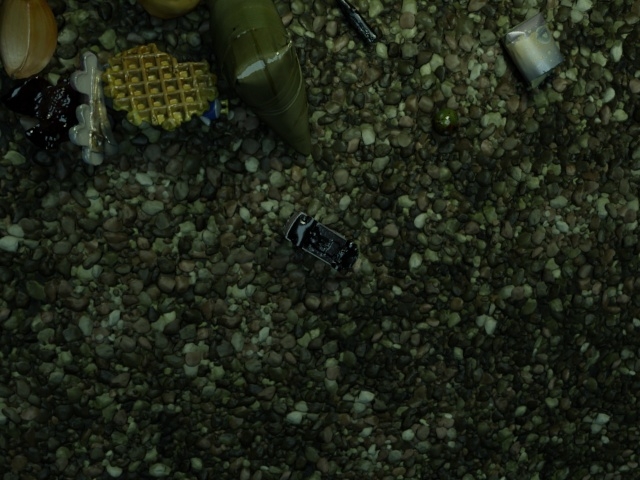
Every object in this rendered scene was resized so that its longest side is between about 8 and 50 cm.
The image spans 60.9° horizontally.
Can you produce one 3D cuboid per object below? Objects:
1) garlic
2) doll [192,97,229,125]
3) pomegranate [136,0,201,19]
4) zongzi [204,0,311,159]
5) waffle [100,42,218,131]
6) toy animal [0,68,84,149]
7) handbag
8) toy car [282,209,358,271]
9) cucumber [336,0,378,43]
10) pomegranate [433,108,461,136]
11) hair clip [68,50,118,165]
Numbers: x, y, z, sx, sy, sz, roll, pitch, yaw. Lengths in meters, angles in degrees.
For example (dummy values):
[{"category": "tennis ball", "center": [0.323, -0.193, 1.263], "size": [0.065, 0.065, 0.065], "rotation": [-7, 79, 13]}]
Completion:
[{"category": "garlic", "center": [-0.668, -0.460, 1.244], "size": [0.115, 0.128, 0.207], "rotation": [1, 98, -55]}, {"category": "doll", "center": [-0.300, -0.330, 1.357], "size": [0.142, 0.058, 0.099], "rotation": [-6, 78, -8]}, {"category": "pomegranate", "center": [-0.360, -0.600, 1.237], "size": [0.196, 0.196, 0.196], "rotation": [-2, 100, -9]}, {"category": "zongzi", "center": [-0.149, -0.467, 1.350], "size": [0.181, 0.418, 0.447], "rotation": [-21, 63, 6]}, {"category": "waffle", "center": [-0.381, -0.375, 1.291], "size": [0.253, 0.056, 0.249], "rotation": [41, 65, 6]}, {"category": "toy animal", "center": [-0.626, -0.316, 1.294], "size": [0.218, 0.116, 0.180], "rotation": [28, 62, -33]}, {"category": "handbag", "center": [0.572, -0.503, 1.462], "size": [0.117, 0.095, 0.173], "rotation": [-31, 96, 3]}, {"category": "toy car", "center": [0.000, 0.000, 1.445], "size": [0.209, 0.108, 0.090], "rotation": [30, 92, -18]}, {"category": "cucumber", "center": [0.085, -0.575, 1.388], "size": [0.163, 0.039, 0.043], "rotation": [45, 69, -16]}, {"category": "pomegranate", "center": [0.344, -0.312, 1.466], "size": [0.084, 0.073, 0.073], "rotation": [33, 93, -29]}, {"category": "hair clip", "center": [-0.524, -0.306, 1.275], "size": [0.075, 0.146, 0.257], "rotation": [-9, 84, 26]}]
